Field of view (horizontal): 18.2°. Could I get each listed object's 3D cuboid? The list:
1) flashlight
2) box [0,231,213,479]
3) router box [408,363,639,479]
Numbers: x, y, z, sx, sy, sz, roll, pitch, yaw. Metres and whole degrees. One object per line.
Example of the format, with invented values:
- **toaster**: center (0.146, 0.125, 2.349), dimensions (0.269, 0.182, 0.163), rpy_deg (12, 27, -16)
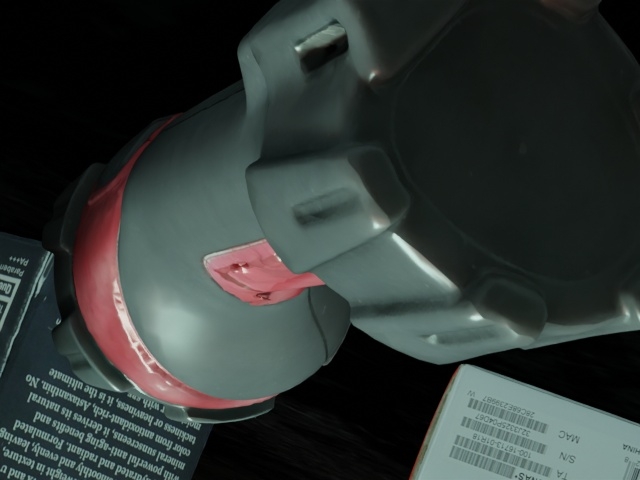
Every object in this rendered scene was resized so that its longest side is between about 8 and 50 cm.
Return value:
- **flashlight**: center (0.000, 0.000, 0.539), dimensions (0.103, 0.103, 0.304), rpy_deg (-2, 177, -20)
- **box**: center (-0.249, 0.146, 1.226), dimensions (0.296, 0.294, 0.182), rpy_deg (12, 165, 44)
- **router box**: center (0.229, 0.184, 1.017), dimensions (0.335, 0.082, 0.301), rpy_deg (19, 169, 17)
